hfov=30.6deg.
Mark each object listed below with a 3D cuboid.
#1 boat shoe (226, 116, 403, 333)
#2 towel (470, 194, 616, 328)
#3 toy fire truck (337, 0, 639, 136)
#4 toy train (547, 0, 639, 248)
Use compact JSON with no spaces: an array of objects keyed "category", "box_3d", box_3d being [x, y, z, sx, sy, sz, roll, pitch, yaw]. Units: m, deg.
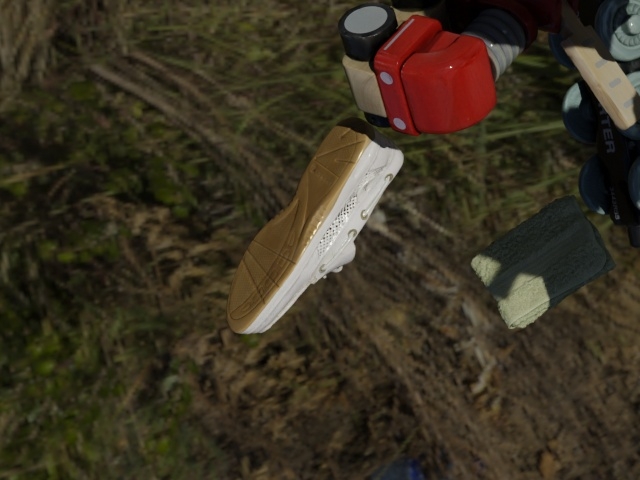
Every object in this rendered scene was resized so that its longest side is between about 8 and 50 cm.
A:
[{"category":"boat shoe","box_3d":[0.000,0.000,1.306,0.277,0.096,0.098,-54,38,11]},{"category":"towel","box_3d":[0.255,0.024,1.354,0.148,0.027,0.110,-35,67,16]},{"category":"toy fire truck","box_3d":[0.176,-0.176,1.139,0.246,0.217,0.158,21,147,35]},{"category":"toy train","box_3d":[0.385,-0.163,1.344,0.142,0.190,0.334,-178,74,-68]}]
